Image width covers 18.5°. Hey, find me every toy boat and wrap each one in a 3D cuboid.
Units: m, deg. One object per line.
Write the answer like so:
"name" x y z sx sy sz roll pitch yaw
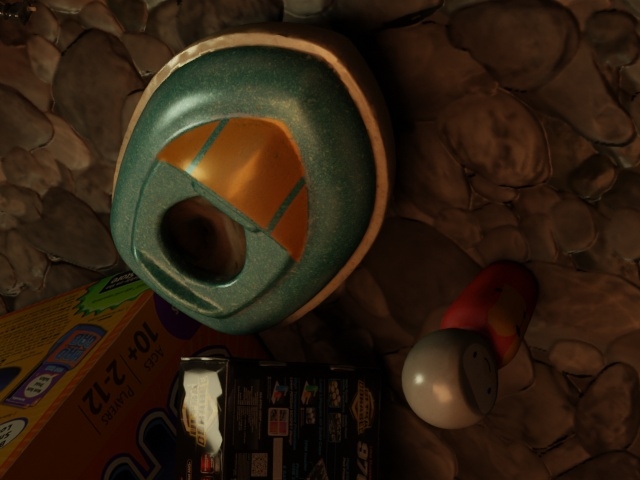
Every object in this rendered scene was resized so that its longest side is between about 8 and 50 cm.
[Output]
"toy boat" 0.000 0.000 1.342 0.318 0.148 0.267 33 132 5

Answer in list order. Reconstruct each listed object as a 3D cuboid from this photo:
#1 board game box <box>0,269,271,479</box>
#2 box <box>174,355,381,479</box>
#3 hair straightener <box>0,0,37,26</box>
"board game box" -0.208 0.284 1.525 0.356 0.356 0.356 -19 113 38
"box" -0.030 0.195 1.409 0.051 0.175 0.220 -2 84 40
"hair straightener" -0.234 -0.195 1.409 0.089 0.047 0.230 31 128 6
